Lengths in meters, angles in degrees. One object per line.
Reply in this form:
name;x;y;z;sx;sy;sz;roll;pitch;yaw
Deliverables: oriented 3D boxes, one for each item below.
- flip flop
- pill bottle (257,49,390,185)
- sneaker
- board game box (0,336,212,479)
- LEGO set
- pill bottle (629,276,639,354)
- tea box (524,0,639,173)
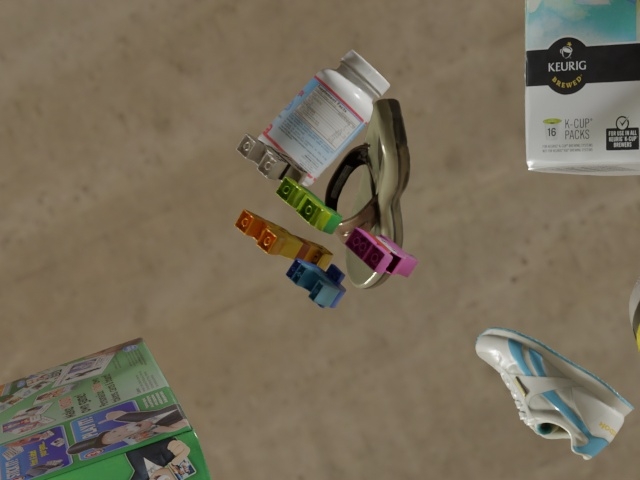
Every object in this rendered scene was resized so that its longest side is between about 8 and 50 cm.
flip flop;0.045;-0.049;2.051;0.080;0.112;0.277;-10;147;-12
pill bottle;0.006;-0.150;2.251;0.160;0.087;0.087;-47;173;1
sneaker;0.263;0.178;2.243;0.092;0.228;0.087;-56;137;-4
board game box;-0.196;0.144;1.236;0.213;0.046;0.317;-19;-170;-8
LEGO set;0.000;0.000;1.738;0.093;0.227;0.087;21;106;-47
pill bottle;0.387;0.163;1.569;0.188;0.334;0.188;-6;141;-5
tea box;0.384;-0.225;1.759;0.329;0.324;0.220;0;179;38
